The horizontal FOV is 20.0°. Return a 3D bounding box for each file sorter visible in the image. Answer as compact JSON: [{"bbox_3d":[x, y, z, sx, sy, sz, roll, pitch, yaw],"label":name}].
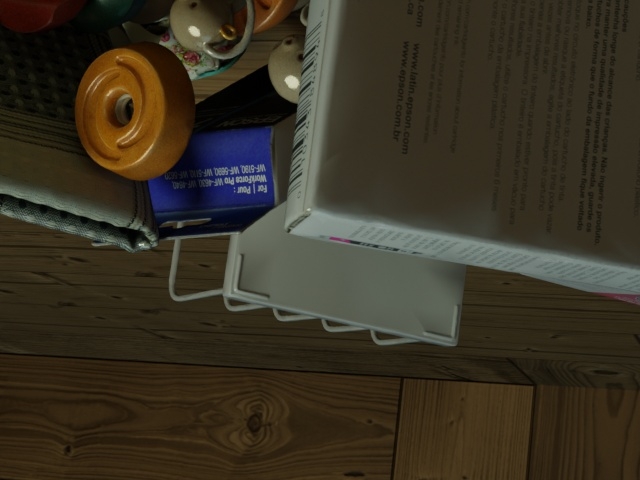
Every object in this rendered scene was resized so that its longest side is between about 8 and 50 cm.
[{"bbox_3d":[0.000,0.000,1.968,0.278,0.193,0.173,14,167,-27],"label":"file sorter"}]

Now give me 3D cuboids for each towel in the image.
[{"bbox_3d":[-0.283,-0.146,1.358,0.324,0.312,0.056,15,130,-33],"label":"towel"}]

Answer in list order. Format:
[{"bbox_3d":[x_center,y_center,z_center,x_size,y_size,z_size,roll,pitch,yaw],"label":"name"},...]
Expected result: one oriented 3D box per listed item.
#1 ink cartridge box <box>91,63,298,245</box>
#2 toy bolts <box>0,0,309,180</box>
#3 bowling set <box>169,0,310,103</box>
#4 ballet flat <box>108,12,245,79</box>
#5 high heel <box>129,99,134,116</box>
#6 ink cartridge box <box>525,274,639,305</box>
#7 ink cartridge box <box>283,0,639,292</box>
[{"bbox_3d":[-0.034,-0.093,1.468,0.165,0.065,0.333,-4,-158,38],"label":"ink cartridge box"},{"bbox_3d":[-0.122,-0.163,1.379,0.228,0.218,0.158,20,-169,35],"label":"toy bolts"},{"bbox_3d":[-0.075,-0.217,1.097,0.200,0.154,0.287,44,171,-36],"label":"bowling set"},{"bbox_3d":[-0.158,-0.172,1.601,0.241,0.091,0.077,-14,126,46],"label":"ballet flat"},{"bbox_3d":[-0.252,-0.145,1.507,0.261,0.093,0.186,37,-176,24],"label":"high heel"},{"bbox_3d":[0.375,-0.014,1.878,0.207,0.117,0.283,15,164,-32],"label":"ink cartridge box"},{"bbox_3d":[0.159,-0.137,1.020,0.330,0.324,0.071,11,167,-14],"label":"ink cartridge box"}]
